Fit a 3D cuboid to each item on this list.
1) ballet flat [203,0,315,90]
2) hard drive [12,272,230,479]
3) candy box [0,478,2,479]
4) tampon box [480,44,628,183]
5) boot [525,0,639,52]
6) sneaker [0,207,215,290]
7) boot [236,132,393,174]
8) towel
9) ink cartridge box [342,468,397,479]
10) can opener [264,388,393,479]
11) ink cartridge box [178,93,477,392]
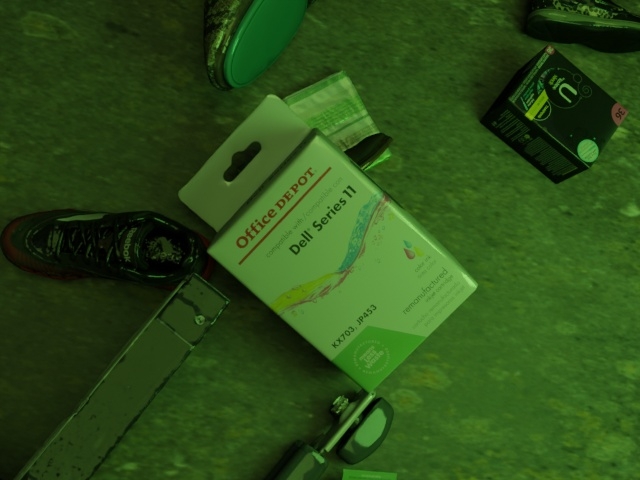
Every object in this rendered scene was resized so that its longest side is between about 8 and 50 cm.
[{"bbox_3d":[-0.051,-0.409,1.117,0.182,0.164,0.482,33,68,18],"label":"ballet flat"},{"bbox_3d":[-0.242,0.196,0.903,0.064,0.237,0.339,38,75,-3],"label":"hard drive"},{"bbox_3d":[-0.531,0.337,0.809,0.268,0.122,0.317,19,71,30],"label":"candy box"},{"bbox_3d":[0.355,-0.189,1.171,0.161,0.101,0.120,38,75,-3],"label":"tampon box"},{"bbox_3d":[0.445,-0.405,1.241,0.237,0.085,0.178,5,76,-11],"label":"boot"},{"bbox_3d":[-0.271,0.005,0.985,0.276,0.135,0.097,8,80,-9],"label":"sneaker"},{"bbox_3d":[-0.010,-0.112,1.075,0.219,0.082,0.106,-35,93,-4],"label":"boot"},{"bbox_3d":[0.023,-0.164,1.141,0.113,0.023,0.152,-29,89,-13],"label":"towel"},{"bbox_3d":[0.074,0.411,0.998,0.109,0.062,0.209,17,74,-38],"label":"ink cartridge box"},{"bbox_3d":[-0.010,0.305,1.015,0.280,0.074,0.093,-44,92,-16],"label":"can opener"},{"bbox_3d":[0.000,0.000,0.993,0.353,0.119,0.207,42,99,-10],"label":"ink cartridge box"}]
